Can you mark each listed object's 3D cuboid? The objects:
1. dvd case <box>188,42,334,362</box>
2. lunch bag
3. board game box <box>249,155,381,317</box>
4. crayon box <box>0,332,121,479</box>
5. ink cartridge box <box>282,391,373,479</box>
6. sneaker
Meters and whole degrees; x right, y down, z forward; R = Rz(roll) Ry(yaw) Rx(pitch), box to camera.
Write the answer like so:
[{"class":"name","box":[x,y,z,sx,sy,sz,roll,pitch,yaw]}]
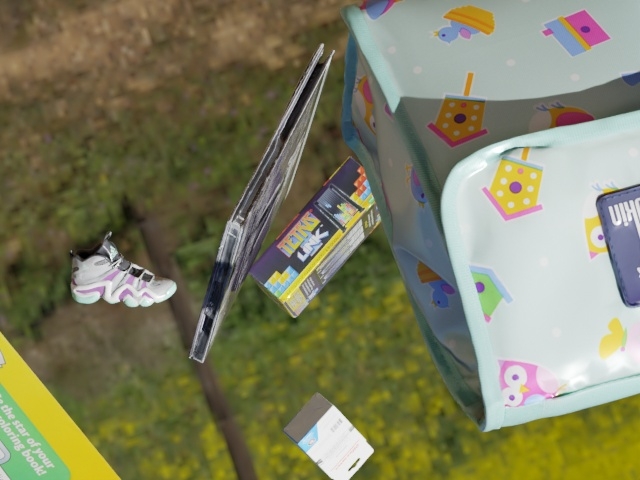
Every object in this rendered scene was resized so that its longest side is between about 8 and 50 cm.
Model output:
[{"class":"dvd case","box":[-0.047,-0.032,1.338,0.164,0.018,0.221,109,5,-47]},{"class":"lunch bag","box":[0.148,-0.029,0.934,0.223,0.262,0.160,-14,142,-9]},{"class":"board game box","box":[0.000,0.000,1.572,0.141,0.048,0.170,-47,173,-4]},{"class":"crayon box","box":[-0.400,0.195,1.518,0.313,0.363,0.106,-21,144,-37]},{"class":"ink cartridge box","box":[0.008,0.182,1.533,0.048,0.028,0.083,-47,133,-8]},{"class":"sneaker","box":[-0.182,0.023,1.532,0.098,0.069,0.038,-1,-155,5]}]
